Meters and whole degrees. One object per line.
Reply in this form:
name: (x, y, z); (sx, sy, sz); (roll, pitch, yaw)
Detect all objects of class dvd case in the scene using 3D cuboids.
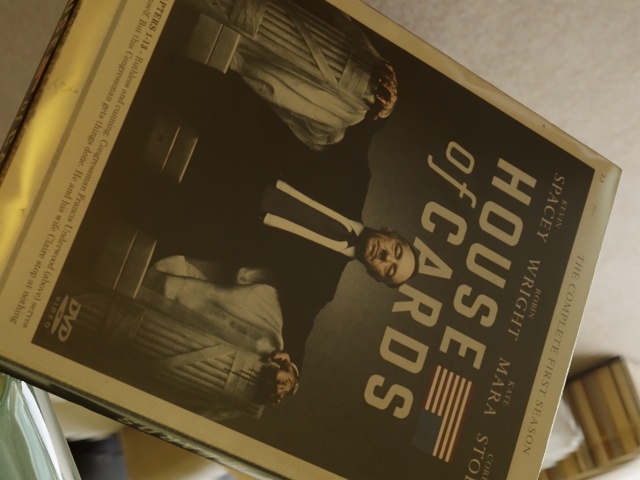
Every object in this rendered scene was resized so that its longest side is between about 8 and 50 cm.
dvd case: (0.000, 0.000, 0.469); (0.239, 0.179, 0.029); (27, 161, -24)

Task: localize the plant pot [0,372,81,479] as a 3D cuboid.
plant pot: (-0.327, 0.228, 1.009); (0.341, 0.341, 0.334); (-11, 121, -9)
